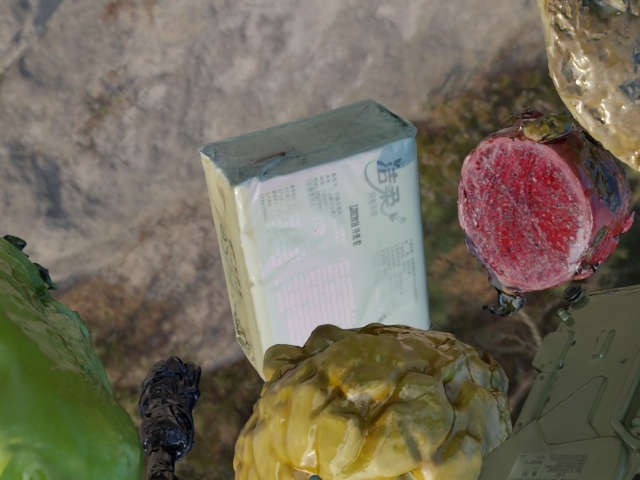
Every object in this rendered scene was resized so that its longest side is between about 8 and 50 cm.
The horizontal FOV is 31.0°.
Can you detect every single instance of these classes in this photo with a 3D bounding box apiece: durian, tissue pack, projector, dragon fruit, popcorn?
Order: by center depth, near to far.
[{"bbox_3d":[0.222,0.141,0.858,0.088,0.193,0.269,46,57,-22],"label":"projector"},{"bbox_3d":[-0.292,0.122,1.014,0.255,0.340,0.204,19,106,-32],"label":"durian"},{"bbox_3d":[0.271,-0.044,1.389,0.147,0.211,0.282,-28,137,-39],"label":"dragon fruit"},{"bbox_3d":[0.067,0.276,1.475,0.344,0.390,0.354,15,87,-15],"label":"popcorn"},{"bbox_3d":[0.000,0.000,1.958,0.331,0.205,0.405,-18,123,-16],"label":"tissue pack"}]

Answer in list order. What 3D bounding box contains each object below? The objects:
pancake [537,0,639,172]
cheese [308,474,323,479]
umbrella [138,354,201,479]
[{"bbox_3d":[0.344,-0.219,0.941,0.386,0.082,0.387,-3,100,-16],"label":"pancake"},{"bbox_3d":[-0.025,0.274,1.040,0.121,0.067,0.026,-46,170,-9],"label":"cheese"},{"bbox_3d":[-0.162,0.189,1.193,0.070,0.248,0.071,0,110,-1],"label":"umbrella"}]
